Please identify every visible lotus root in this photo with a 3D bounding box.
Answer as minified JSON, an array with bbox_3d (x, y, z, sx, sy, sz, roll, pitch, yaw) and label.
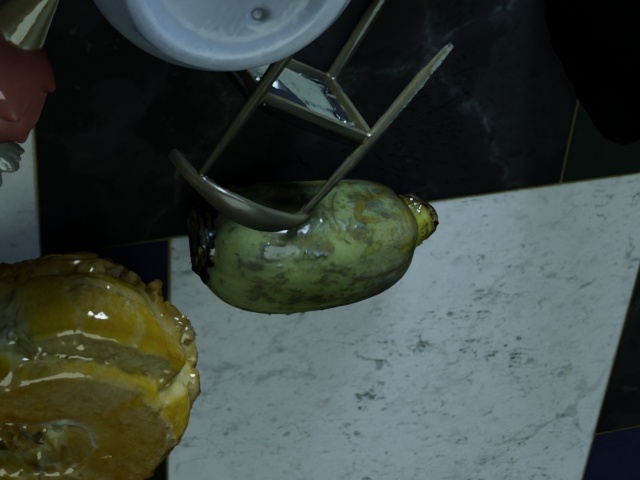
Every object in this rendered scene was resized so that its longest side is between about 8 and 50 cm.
[{"bbox_3d":[0.000,0.000,1.785,0.309,0.173,0.173,-5,131,-22],"label":"lotus root"}]

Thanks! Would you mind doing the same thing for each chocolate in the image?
[{"bbox_3d":[0.388,-0.285,1.652,0.210,0.225,0.340,-22,136,-21],"label":"chocolate"}]

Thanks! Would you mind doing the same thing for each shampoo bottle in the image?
[{"bbox_3d":[-0.096,-0.307,1.393,0.273,0.266,0.273,-10,132,-11],"label":"shampoo bottle"}]

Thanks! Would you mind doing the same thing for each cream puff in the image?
[{"bbox_3d":[-0.302,0.139,1.731,0.327,0.231,0.343,4,134,-19],"label":"cream puff"}]

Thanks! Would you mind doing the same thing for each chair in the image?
[{"bbox_3d":[-0.027,-0.161,1.620,0.188,0.166,0.272,20,115,-34],"label":"chair"}]

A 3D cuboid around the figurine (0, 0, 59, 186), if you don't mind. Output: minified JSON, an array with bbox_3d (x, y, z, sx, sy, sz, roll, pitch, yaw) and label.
[{"bbox_3d":[-0.358,-0.143,1.503,0.207,0.166,0.387,6,138,-38],"label":"figurine"}]
